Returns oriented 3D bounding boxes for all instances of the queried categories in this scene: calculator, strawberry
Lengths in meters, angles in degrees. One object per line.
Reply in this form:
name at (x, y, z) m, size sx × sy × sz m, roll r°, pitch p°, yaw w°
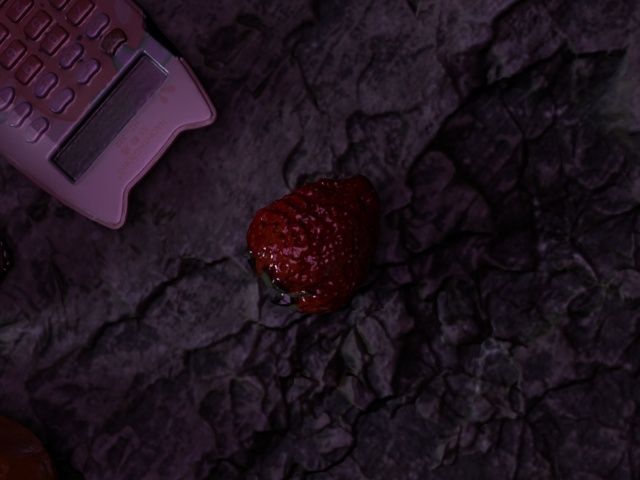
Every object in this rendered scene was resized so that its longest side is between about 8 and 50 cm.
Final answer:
calculator at (-0.273, -0.178, 1.778) m, size 0.329 × 0.048 × 0.220 m, roll 43°, pitch 95°, yaw 11°
strawberry at (0.001, 0.005, 1.688) m, size 0.148 × 0.131 × 0.131 m, roll -28°, pitch 83°, yaw 5°

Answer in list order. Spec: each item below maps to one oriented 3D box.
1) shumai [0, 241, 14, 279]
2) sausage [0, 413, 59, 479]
shumai at (-0.480, 0.030, 1.759) m, size 0.185 × 0.218 × 0.184 m, roll -4°, pitch 117°, yaw 47°
sausage at (-0.398, 0.242, 1.719) m, size 0.268 × 0.153 × 0.141 m, roll 18°, pitch 114°, yaw 9°
